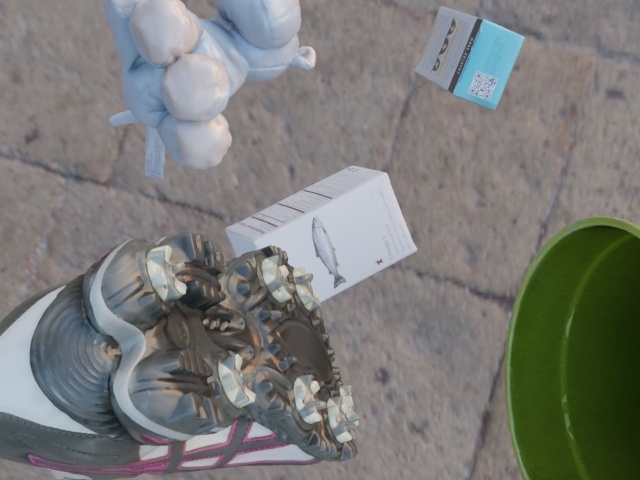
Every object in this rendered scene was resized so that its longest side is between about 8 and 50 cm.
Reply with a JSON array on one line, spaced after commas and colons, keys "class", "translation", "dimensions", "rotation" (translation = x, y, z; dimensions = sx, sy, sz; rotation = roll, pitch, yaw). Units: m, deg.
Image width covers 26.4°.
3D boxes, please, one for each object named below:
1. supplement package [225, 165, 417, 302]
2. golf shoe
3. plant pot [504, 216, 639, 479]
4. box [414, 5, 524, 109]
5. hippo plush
[{"class": "supplement package", "translation": [0.000, 0.000, 1.575], "dimensions": [0.179, 0.105, 0.105], "rotation": [-28, 108, -17]}, {"class": "golf shoe", "translation": [-0.066, 0.061, 0.636], "dimensions": [0.120, 0.273, 0.105], "rotation": [-21, 72, 17]}, {"class": "plant pot", "translation": [0.446, 0.156, 1.473], "dimensions": [0.352, 0.366, 0.367], "rotation": [-1, 66, -24]}, {"class": "box", "translation": [0.190, -0.242, 1.785], "dimensions": [0.060, 0.244, 0.101], "rotation": [20, 101, -12]}, {"class": "hippo plush", "translation": [-0.112, -0.213, 1.663], "dimensions": [0.236, 0.294, 0.234], "rotation": [-26, 58, -21]}]
